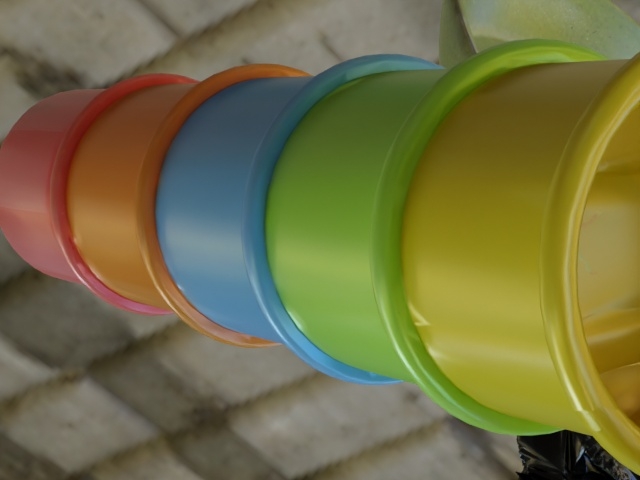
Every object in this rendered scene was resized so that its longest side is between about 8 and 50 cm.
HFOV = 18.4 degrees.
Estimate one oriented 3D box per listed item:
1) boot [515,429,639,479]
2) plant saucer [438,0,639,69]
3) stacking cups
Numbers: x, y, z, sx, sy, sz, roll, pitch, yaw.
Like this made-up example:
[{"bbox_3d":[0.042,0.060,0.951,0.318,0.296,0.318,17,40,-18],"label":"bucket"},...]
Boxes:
[{"bbox_3d":[0.250,0.135,1.522,0.094,0.207,0.246,-7,-114,47],"label":"boot"},{"bbox_3d":[0.122,-0.007,0.711,0.037,0.241,0.241,-41,-144,24],"label":"plant saucer"},{"bbox_3d":[0.000,0.000,0.522,0.316,0.096,0.096,3,-121,58],"label":"stacking cups"}]
